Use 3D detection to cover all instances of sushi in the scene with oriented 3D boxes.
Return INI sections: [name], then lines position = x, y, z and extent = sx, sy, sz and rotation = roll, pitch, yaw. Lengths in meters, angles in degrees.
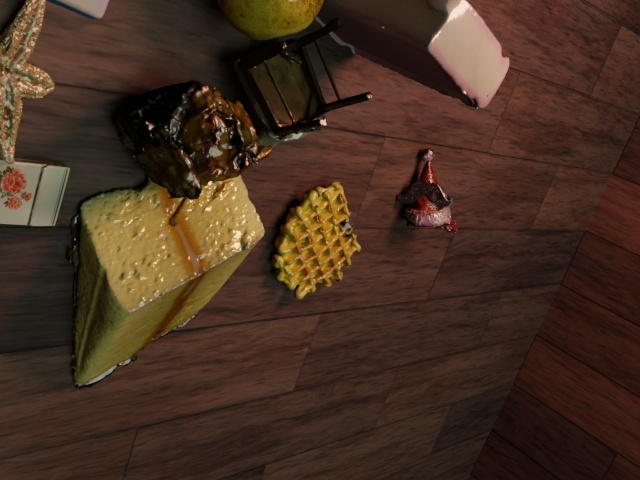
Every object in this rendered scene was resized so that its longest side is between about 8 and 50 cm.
[sushi]
position = -0.212, -0.178, 1.257
extent = 0.204, 0.200, 0.213
rotation = -42, 140, -24

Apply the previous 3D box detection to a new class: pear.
[pear]
position = -0.088, -0.446, 1.209
extent = 0.197, 0.197, 0.197
rotation = -28, 134, -33

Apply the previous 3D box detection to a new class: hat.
[hat]
position = 0.294, -0.134, 1.922
extent = 0.129, 0.140, 0.227
rotation = -27, 122, -48

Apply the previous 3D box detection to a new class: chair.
[chair]
position = -0.071, -0.272, 1.354
extent = 0.160, 0.319, 0.186
rotation = -33, 105, -32

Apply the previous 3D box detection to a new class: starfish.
[starfish]
position = -0.477, -0.257, 1.028
extent = 0.231, 0.048, 0.295
rotation = 5, 111, -49

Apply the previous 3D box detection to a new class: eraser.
[eraser]
position = 0.152, -0.402, 1.363
extent = 0.272, 0.359, 0.122
rotation = 30, 94, -52

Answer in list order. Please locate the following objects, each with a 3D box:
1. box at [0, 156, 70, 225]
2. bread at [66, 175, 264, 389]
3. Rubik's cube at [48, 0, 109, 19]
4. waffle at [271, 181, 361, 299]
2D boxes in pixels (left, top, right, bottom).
[box]
position = -0.505, -0.080, 1.140
extent = 0.198, 0.029, 0.109
rotation = 2, 114, -48
[bread]
position = -0.340, 0.060, 1.429
extent = 0.346, 0.242, 0.405
rotation = -23, 165, -41
[Rubik's cube]
position = -0.378, -0.455, 0.792
extent = 0.290, 0.292, 0.291
rotation = 14, 105, -50
[waffle]
position = -0.001, -0.001, 1.730
extent = 0.283, 0.065, 0.309
rotation = 3, 117, -47
